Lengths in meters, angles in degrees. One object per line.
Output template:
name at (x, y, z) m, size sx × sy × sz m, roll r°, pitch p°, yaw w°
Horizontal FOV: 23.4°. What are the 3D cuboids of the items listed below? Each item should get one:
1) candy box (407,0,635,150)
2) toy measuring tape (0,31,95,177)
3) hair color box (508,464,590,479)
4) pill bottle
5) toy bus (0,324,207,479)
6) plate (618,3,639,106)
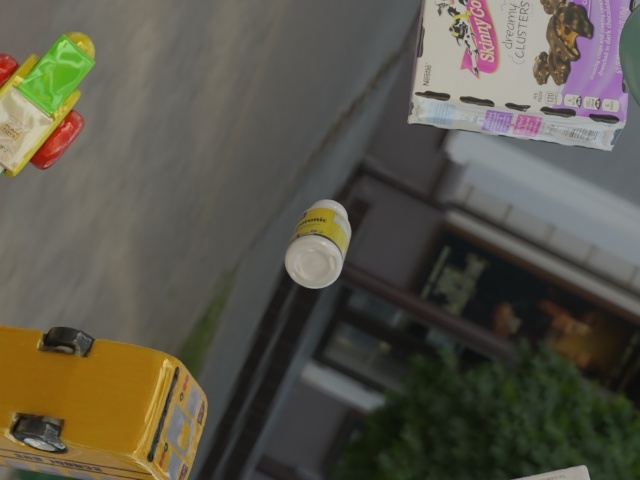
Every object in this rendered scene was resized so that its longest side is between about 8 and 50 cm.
candy box at (0.188, -0.182, 1.438) m, size 0.070 × 0.196 × 0.164 m, roll 91°, pitch 7°, yaw -71°
toy measuring tape at (-0.324, -0.079, 1.486) m, size 0.330 × 0.121 × 0.121 m, roll -56°, pitch 172°, yaw -27°
hair color box at (0.171, 0.373, 1.282) m, size 0.110 × 0.185 × 0.338 m, roll 66°, pitch 14°, yaw -52°
pill bottle at (0.000, 0.000, 1.736) m, size 0.116 × 0.065 × 0.065 m, roll -72°, pitch -175°, yaw -62°
toy bus at (-0.285, 0.146, 1.434) m, size 0.130 × 0.333 × 0.108 m, roll 62°, pitch 39°, yaw -57°
plate at (0.297, -0.106, 1.094) m, size 0.024 × 0.188 × 0.188 m, roll -58°, pitch 173°, yaw -30°
